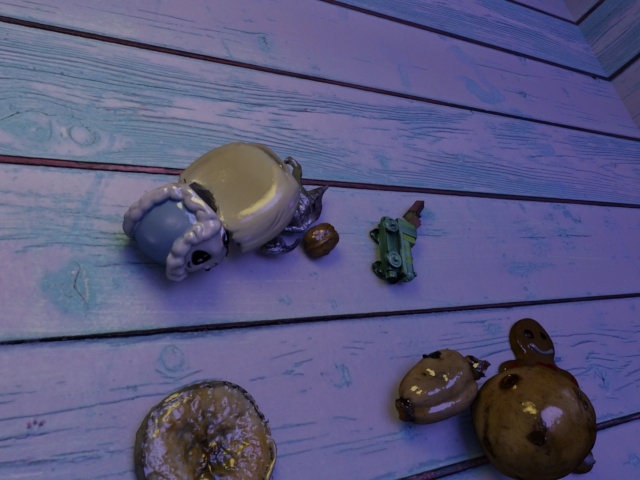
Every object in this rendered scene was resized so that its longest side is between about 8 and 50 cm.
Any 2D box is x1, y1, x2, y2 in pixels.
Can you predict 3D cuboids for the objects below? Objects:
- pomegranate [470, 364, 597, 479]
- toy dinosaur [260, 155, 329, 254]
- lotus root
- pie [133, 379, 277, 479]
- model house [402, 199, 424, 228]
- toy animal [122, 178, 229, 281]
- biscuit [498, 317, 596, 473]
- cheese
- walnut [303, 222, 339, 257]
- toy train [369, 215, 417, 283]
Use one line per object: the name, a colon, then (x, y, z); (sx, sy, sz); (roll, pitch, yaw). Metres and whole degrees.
pomegranate: (0.500, 0.430, 1.366); (0.281, 0.281, 0.281); (16, 54, -24)
toy dinosaur: (-0.085, -0.082, 1.439); (0.162, 0.077, 0.294); (37, 62, -1)
lotus root: (0.280, 0.346, 1.368); (0.257, 0.140, 0.154); (-19, 86, -29)
pie: (-0.209, 0.390, 1.076); (0.274, 0.055, 0.274); (16, 55, -24)
model house: (0.279, -0.074, 1.685); (0.057, 0.058, 0.083); (45, 48, -1)
toy animal: (-0.296, -0.011, 1.191); (0.156, 0.208, 0.204); (-42, 88, -17)
biscuit: (0.627, 0.410, 1.600); (0.283, 0.064, 0.432); (17, 54, -23)
cheese: (-0.184, -0.107, 1.317); (0.233, 0.127, 0.266); (-31, 60, -18)
walnut: (0.000, 0.000, 1.445); (0.096, 0.082, 0.079); (-37, 106, -29)
toy train: (0.208, 0.027, 1.561); (0.132, 0.083, 0.200); (18, 54, -27)
